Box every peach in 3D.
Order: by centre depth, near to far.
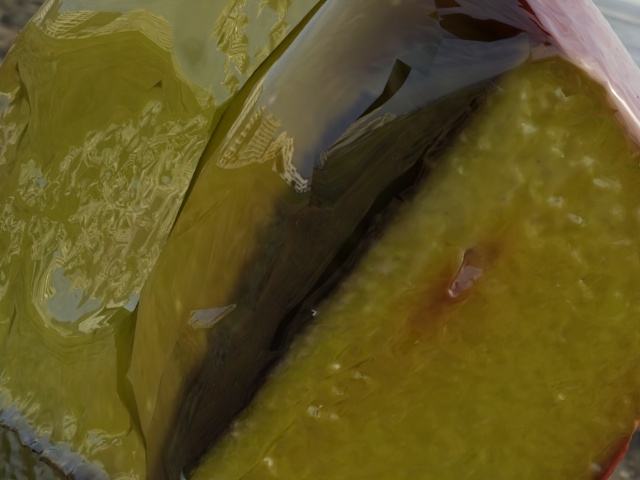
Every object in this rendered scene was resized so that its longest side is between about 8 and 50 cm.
[{"bbox_3d":[0.000,0.000,0.613,0.242,0.306,0.380,24,-8,-31],"label":"peach"}]

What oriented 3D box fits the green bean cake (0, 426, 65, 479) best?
[{"bbox_3d":[-0.215,0.099,0.865,0.236,0.233,0.124,0,-27,0],"label":"green bean cake"}]
